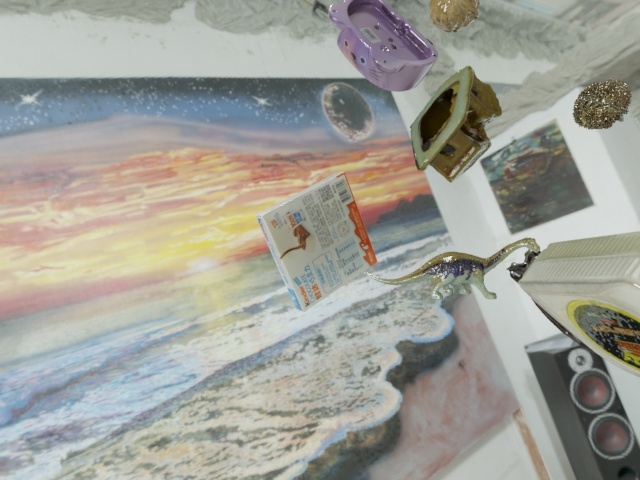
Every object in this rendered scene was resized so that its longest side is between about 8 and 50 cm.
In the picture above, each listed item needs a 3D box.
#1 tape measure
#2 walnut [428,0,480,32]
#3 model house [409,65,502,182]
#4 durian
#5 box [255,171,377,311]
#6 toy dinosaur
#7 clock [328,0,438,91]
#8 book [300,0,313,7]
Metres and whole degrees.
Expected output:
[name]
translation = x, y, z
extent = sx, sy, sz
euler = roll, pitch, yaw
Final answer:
[tape measure]
translation = 0.444, 0.096, 0.621
extent = 0.133, 0.231, 0.271
euler = -46, 5, -13
[walnut]
translation = 0.205, -0.361, 0.657
extent = 0.079, 0.082, 0.096
euler = -61, -16, 18
[model house]
translation = 0.393, -0.293, 1.182
extent = 0.239, 0.174, 0.268
euler = 23, -61, -32
[durian]
translation = 0.445, -0.216, 0.682
extent = 0.091, 0.080, 0.080
euler = -54, 0, -14
[box]
translation = 0.000, 0.000, 1.107
extent = 0.264, 0.274, 0.048
euler = -30, 20, -27
[toy dinosaur]
translation = 0.139, 0.040, 0.457
extent = 0.180, 0.058, 0.037
euler = -12, -2, 3
[clock]
translation = 0.077, -0.269, 0.594
extent = 0.110, 0.153, 0.050
euler = -29, -19, -29
[book]
translation = -0.103, -0.780, 1.328
extent = 0.118, 0.172, 0.012
euler = 4, -48, -47
